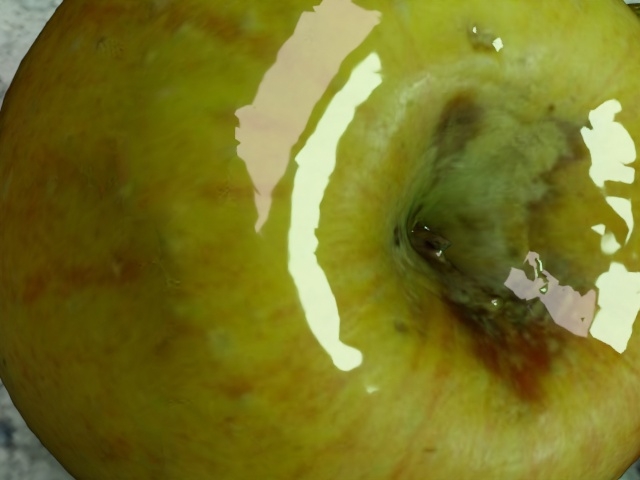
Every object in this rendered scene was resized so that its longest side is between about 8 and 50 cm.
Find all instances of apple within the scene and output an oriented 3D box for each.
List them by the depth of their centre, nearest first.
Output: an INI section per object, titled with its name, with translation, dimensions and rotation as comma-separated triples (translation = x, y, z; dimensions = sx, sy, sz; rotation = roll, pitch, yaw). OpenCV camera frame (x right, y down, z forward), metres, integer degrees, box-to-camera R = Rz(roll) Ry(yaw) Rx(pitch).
[apple]
translation = 0.000, 0.000, 0.582
dimensions = 0.299, 0.275, 0.299
rotation = 4, 80, -24

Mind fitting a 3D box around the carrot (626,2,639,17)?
[carrot]
translation = 0.264, -0.120, 0.817
dimensions = 0.260, 0.070, 0.070
rotation = -3, 56, -9
